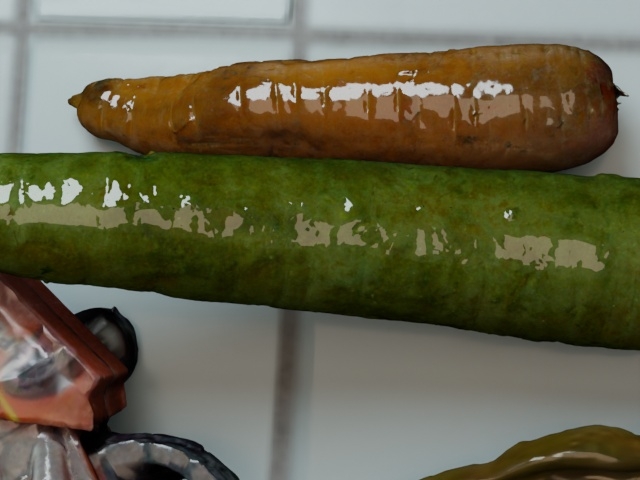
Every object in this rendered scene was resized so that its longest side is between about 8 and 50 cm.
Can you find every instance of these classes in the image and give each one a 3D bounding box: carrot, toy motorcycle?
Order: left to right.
[{"bbox_3d":[-0.165,0.075,0.771,0.171,0.089,0.298,-44,83,1],"label":"toy motorcycle"},{"bbox_3d":[0.000,0.000,0.744,0.358,0.074,0.074,4,84,-6],"label":"carrot"},{"bbox_3d":[0.008,-0.055,0.789,0.248,0.059,0.059,0,84,8],"label":"carrot"}]

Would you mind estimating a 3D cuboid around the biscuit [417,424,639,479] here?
[{"bbox_3d":[0.122,0.237,0.722,0.329,0.078,0.335,-8,94,7],"label":"biscuit"}]
